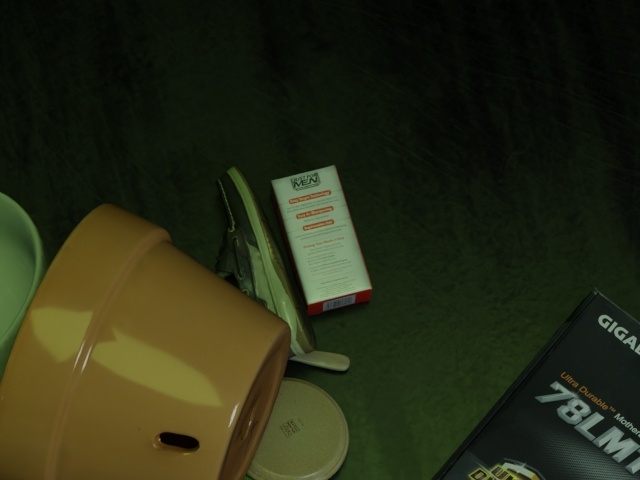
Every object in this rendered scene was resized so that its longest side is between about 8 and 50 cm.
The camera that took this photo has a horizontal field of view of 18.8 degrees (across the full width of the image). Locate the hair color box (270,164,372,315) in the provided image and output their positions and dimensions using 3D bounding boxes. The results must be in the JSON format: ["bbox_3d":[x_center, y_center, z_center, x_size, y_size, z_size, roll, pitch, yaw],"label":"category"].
[{"bbox_3d":[0.000,0.000,1.987,0.072,0.043,0.141,-14,72,-7],"label":"hair color box"}]

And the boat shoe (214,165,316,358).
[{"bbox_3d":[-0.073,0.026,1.951,0.073,0.080,0.224,-24,63,2],"label":"boat shoe"}]

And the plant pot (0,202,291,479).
[{"bbox_3d":[-0.155,0.133,1.794,0.203,0.291,0.291,20,70,9],"label":"plant pot"}]

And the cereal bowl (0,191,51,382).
[{"bbox_3d":[-0.404,0.101,1.853,0.339,0.141,0.339,-10,42,10],"label":"cereal bowl"}]

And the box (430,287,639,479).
[{"bbox_3d":[0.292,0.245,1.885,0.295,0.073,0.293,40,70,11],"label":"box"}]

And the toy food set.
[{"bbox_3d":[-0.038,0.194,1.923,0.132,0.038,0.192,12,59,-3],"label":"toy food set"}]
